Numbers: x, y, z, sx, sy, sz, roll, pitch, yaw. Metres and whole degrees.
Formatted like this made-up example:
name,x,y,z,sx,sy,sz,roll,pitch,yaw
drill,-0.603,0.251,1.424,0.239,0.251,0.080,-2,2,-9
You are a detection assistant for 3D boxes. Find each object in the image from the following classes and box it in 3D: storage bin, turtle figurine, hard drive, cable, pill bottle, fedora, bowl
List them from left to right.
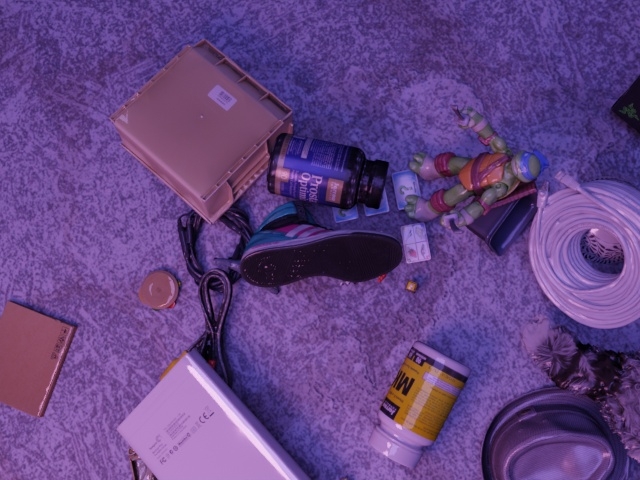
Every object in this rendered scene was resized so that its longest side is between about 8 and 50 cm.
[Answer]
name,x,y,z,sx,sy,sz,roll,pitch,yaw
storage bin,-0.229,-0.222,1.397,0.262,0.123,0.260,41,77,11
cable,-0.219,0.203,1.371,0.139,0.072,0.287,21,98,11
hard drive,-0.196,0.411,1.314,0.353,0.047,0.233,46,107,9
cable,-0.207,0.014,1.428,0.150,0.047,0.185,-14,84,-1
pill bottle,0.016,-0.128,1.348,0.219,0.123,0.123,12,85,5
pill bottle,0.179,0.301,1.292,0.119,0.119,0.208,27,87,11
turtle figurine,0.231,-0.125,1.244,0.274,0.266,0.198,-22,94,-31
storage bin,0.339,-0.052,1.335,0.091,0.098,0.135,38,90,39
fedora,0.422,0.391,1.243,0.275,0.124,0.244,-15,81,6
cable,0.490,0.022,1.237,0.257,0.089,0.257,33,128,34
bowl,0.543,-0.045,1.303,0.170,0.080,0.170,-1,82,7

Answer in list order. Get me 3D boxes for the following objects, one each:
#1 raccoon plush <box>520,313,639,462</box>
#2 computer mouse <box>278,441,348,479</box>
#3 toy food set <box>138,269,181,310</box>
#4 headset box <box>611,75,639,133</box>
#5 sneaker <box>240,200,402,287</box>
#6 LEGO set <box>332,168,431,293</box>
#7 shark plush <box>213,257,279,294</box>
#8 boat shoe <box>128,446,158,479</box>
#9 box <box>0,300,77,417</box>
name,x,y,z,sx,sy,sz,roll,pitch,yaw
raccoon plush,0.609,0.272,1.234,0.216,0.299,0.446,-50,47,10
computer mouse,-0.037,0.480,1.332,0.184,0.060,0.262,-28,80,5
toy food set,-0.329,0.103,1.442,0.082,0.020,0.083,28,87,10
headset box,0.684,-0.249,1.214,0.246,0.283,0.131,43,75,10
sneaker,0.000,0.000,1.333,0.295,0.178,0.124,-4,122,1
LEGO set,0.117,-0.009,1.374,0.182,0.060,0.244,-11,82,11
shark plush,-0.125,0.049,1.376,0.161,0.067,0.073,26,83,-11
boat shoe,-0.352,0.446,1.388,0.056,0.048,0.153,-8,82,7
box,-0.619,0.246,1.467,0.164,0.021,0.201,19,86,10
